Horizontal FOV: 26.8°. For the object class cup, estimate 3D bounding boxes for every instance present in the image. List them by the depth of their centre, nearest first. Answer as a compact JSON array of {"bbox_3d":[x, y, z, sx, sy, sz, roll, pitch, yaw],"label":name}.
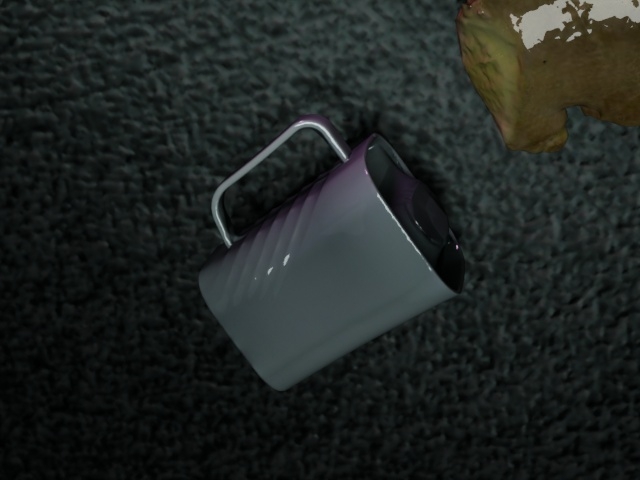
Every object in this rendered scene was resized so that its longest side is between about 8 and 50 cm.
[{"bbox_3d":[0.000,0.000,0.761,0.129,0.095,0.128,-33,101,16],"label":"cup"}]

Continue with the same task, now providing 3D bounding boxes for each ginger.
[{"bbox_3d":[0.178,-0.126,0.713,0.213,0.074,0.137,-24,126,11],"label":"ginger"}]

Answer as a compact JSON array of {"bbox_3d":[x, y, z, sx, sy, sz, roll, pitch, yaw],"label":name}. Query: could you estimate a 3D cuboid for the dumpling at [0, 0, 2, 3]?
[{"bbox_3d":[-0.303,-0.238,0.670,0.321,0.212,0.270,23,72,12],"label":"dumpling"}]
